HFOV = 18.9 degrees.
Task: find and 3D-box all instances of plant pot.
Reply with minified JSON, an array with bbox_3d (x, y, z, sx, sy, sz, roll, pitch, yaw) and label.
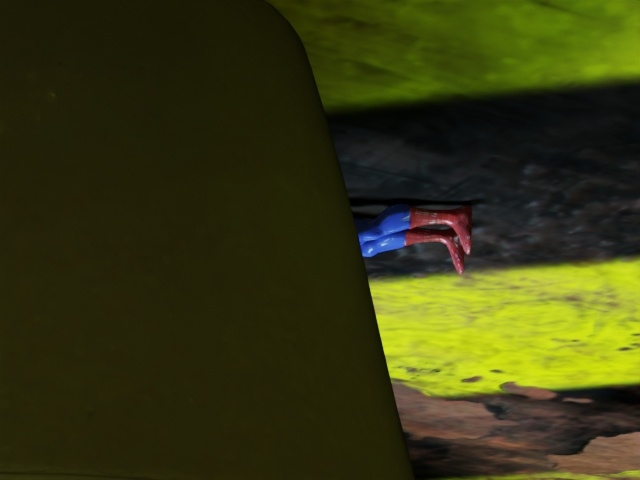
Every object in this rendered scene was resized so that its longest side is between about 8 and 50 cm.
[{"bbox_3d":[-0.076,0.045,0.581,0.263,0.229,0.263,1,158,0],"label":"plant pot"}]

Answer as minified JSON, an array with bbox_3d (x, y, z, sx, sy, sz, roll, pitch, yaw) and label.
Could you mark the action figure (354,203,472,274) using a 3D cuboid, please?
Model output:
[{"bbox_3d":[0.000,0.000,0.747,0.115,0.030,0.038,3,164,-2],"label":"action figure"}]
